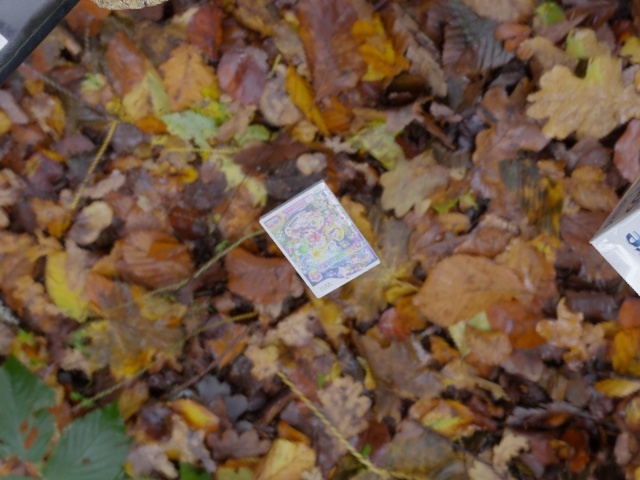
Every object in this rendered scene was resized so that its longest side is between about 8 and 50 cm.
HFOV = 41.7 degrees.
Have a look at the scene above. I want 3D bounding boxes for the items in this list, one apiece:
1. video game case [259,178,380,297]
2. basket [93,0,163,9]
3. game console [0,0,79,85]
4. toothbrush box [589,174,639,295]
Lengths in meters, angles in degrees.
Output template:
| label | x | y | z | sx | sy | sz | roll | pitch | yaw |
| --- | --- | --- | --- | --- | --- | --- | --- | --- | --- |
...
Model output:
| label | x | y | z | sx | sy | sz | roll | pitch | yaw |
| --- | --- | --- | --- | --- | --- | --- | --- | --- | --- |
| video game case | 0.000 | 0.000 | 0.959 | 0.087 | 0.011 | 0.122 | -31 | 113 | 12 |
| basket | -0.243 | -0.390 | 0.889 | 0.223 | 0.213 | 0.299 | -33 | 127 | 5 |
| game console | -0.415 | -0.235 | 0.696 | 0.386 | 0.060 | 0.342 | -47 | 121 | 1 |
| toothbrush box | 0.368 | -0.071 | 0.614 | 0.122 | 0.206 | 0.283 | 49 | 135 | 2 |
